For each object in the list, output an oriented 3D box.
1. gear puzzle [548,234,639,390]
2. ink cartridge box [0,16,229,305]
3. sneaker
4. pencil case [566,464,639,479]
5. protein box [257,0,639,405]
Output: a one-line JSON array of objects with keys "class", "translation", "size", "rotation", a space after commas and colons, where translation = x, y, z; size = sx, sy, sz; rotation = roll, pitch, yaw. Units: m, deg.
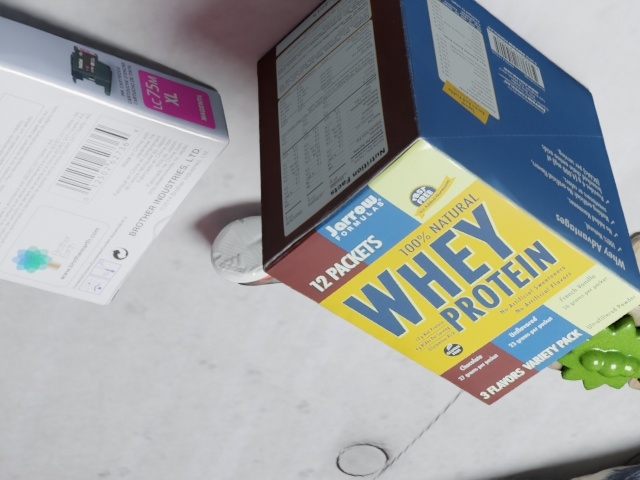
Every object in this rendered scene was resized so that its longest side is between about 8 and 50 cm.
[{"class": "gear puzzle", "translation": [0.278, 0.074, 1.210], "size": [0.339, 0.044, 0.175], "rotation": [15, 132, -17]}, {"class": "ink cartridge box", "translation": [-0.238, -0.065, 1.004], "size": [0.311, 0.065, 0.186], "rotation": [15, 131, -33]}, {"class": "sneaker", "translation": [0.000, 0.000, 1.128], "size": [0.158, 0.061, 0.065], "rotation": [-9, 161, 6]}, {"class": "pencil case", "translation": [0.189, 0.309, 1.353], "size": [0.410, 0.160, 0.183], "rotation": [-16, 124, 12]}, {"class": "protein box", "translation": [0.078, -0.043, 0.976], "size": [0.200, 0.201, 0.136], "rotation": [32, 125, -29]}]
